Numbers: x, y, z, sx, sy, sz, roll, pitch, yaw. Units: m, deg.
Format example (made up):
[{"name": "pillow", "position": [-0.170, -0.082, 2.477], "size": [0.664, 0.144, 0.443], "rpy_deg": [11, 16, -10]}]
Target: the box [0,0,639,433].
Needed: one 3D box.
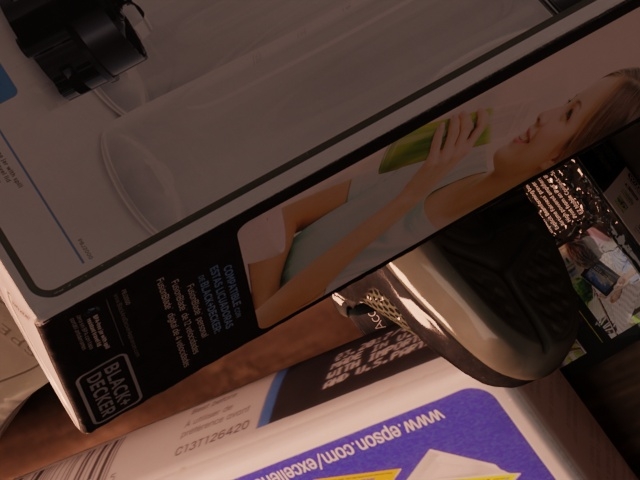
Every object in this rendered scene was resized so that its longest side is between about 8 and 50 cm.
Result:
[{"name": "box", "position": [-0.003, -0.081, 0.673], "size": [0.290, 0.087, 0.169], "rpy_deg": [-28, 61, -12]}]

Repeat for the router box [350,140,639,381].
[{"name": "router box", "position": [0.059, -0.016, 0.814], "size": [0.133, 0.046, 0.179], "rpy_deg": [-34, 93, 28]}]

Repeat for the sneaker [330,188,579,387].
[{"name": "sneaker", "position": [0.000, 0.000, 0.755], "size": [0.227, 0.087, 0.130], "rpy_deg": [42, 122, 24]}]

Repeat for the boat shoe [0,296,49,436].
[{"name": "boat shoe", "position": [-0.185, 0.045, 0.910], "size": [0.118, 0.103, 0.320], "rpy_deg": [41, 123, -11]}]

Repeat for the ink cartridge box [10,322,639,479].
[{"name": "ink cartridge box", "position": [0.030, 0.195, 0.871], "size": [0.304, 0.072, 0.307], "rpy_deg": [-24, 118, 26]}]
